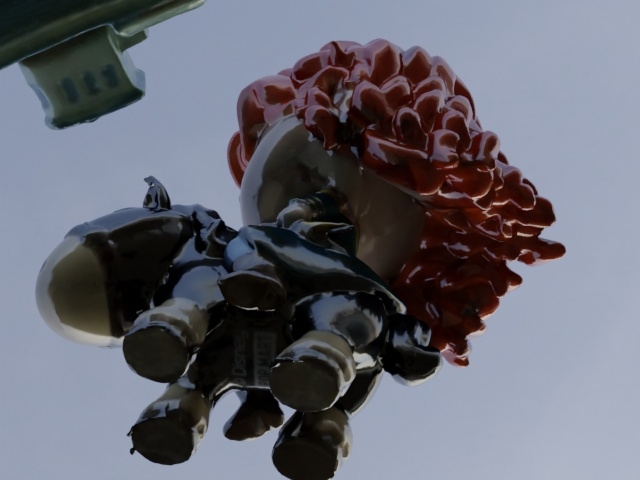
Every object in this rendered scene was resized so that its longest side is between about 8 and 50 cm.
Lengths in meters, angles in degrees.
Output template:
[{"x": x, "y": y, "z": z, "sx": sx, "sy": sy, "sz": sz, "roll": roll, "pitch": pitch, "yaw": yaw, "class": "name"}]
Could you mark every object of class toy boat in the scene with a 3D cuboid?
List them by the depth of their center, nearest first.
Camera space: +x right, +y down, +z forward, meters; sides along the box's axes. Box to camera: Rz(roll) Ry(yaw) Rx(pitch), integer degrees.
[{"x": -0.147, "y": -0.102, "z": 0.586, "sx": 0.215, "sy": 0.088, "sz": 0.102, "roll": -22, "pitch": -61, "yaw": 2, "class": "toy boat"}]

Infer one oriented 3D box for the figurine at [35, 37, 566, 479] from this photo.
[{"x": -0.010, "y": 0.005, "z": 0.798, "sx": 0.412, "sy": 0.306, "sz": 0.241, "roll": -37, "pitch": -58, "yaw": -37, "class": "figurine"}]
